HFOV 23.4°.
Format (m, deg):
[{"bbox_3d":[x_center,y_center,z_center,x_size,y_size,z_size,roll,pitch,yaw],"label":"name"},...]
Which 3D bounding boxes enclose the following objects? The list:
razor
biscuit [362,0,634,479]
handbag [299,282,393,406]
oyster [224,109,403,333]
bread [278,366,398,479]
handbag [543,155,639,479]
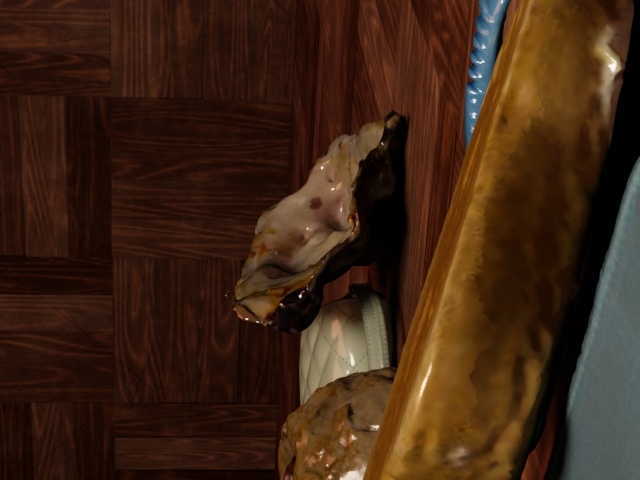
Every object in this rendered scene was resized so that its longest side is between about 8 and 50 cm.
[{"bbox_3d":[0.096,-0.061,0.824,0.082,0.042,0.253,-97,8,-59],"label":"razor"},{"bbox_3d":[0.067,0.046,0.644,0.287,0.057,0.344,85,-157,-84],"label":"biscuit"},{"bbox_3d":[0.031,0.166,1.373,0.219,0.079,0.256,119,150,-72],"label":"handbag"},{"bbox_3d":[-0.004,0.002,1.434,0.221,0.096,0.361,-47,6,-10],"label":"oyster"},{"bbox_3d":[0.027,0.203,1.133,0.230,0.123,0.230,179,90,-88],"label":"bread"},{"bbox_3d":[0.119,0.098,0.436,0.179,0.062,0.229,-98,10,-45],"label":"handbag"}]
